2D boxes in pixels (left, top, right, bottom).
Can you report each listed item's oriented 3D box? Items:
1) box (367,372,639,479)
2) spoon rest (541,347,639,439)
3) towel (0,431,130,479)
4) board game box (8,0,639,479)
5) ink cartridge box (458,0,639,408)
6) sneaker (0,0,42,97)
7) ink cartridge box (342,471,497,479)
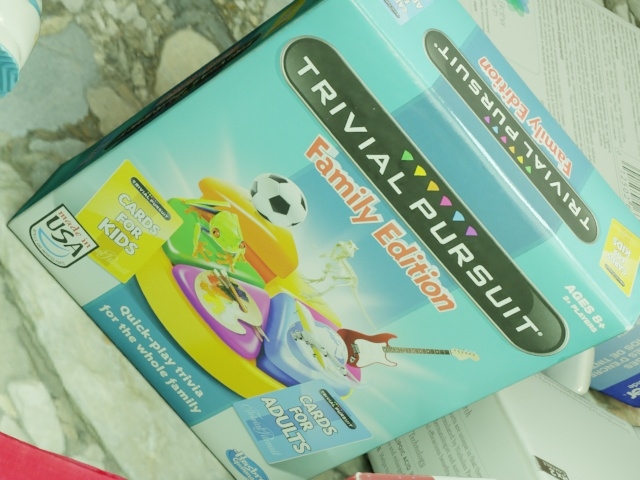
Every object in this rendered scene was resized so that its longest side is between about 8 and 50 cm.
[{"bbox_3d":[0.149,0.185,1.364,0.181,0.119,0.182,31,20,-30],"label":"box"},{"bbox_3d":[0.243,0.177,1.557,0.276,0.084,0.137,47,43,-33],"label":"spoon rest"},{"bbox_3d":[-0.184,0.239,1.129,0.199,0.031,0.275,28,51,-30],"label":"towel"},{"bbox_3d":[0.000,0.000,1.213,0.254,0.336,0.079,49,43,-12],"label":"board game box"},{"bbox_3d":[0.194,-0.045,1.556,0.395,0.151,0.270,24,48,-32],"label":"ink cartridge box"},{"bbox_3d":[-0.272,-0.189,1.253,0.229,0.087,0.092,46,36,-25],"label":"sneaker"},{"bbox_3d":[0.022,0.231,1.224,0.128,0.176,0.127,8,60,-42],"label":"ink cartridge box"}]
